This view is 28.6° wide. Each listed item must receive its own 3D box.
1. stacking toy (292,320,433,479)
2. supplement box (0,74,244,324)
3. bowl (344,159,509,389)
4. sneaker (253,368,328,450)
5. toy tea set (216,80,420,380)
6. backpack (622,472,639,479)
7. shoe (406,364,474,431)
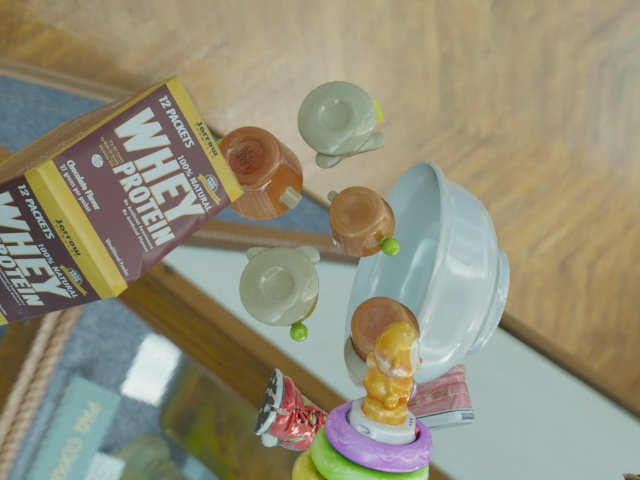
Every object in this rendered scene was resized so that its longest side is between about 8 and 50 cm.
[{"bbox_3d":[0.044,0.211,1.192,0.175,0.165,0.302,-61,167,-69],"label":"stacking toy"},{"bbox_3d":[-0.217,-0.036,1.163,0.191,0.194,0.129,-43,110,-42],"label":"supplement box"},{"bbox_3d":[0.146,0.058,1.569,0.134,0.298,0.298,16,109,-14],"label":"bowl"},{"bbox_3d":[-0.033,0.277,1.983,0.279,0.118,0.107,77,29,-74],"label":"sneaker"},{"bbox_3d":[0.000,0.000,1.377,0.200,0.336,0.124,-14,163,6],"label":"toy tea set"},{"bbox_3d":[0.445,0.384,1.664,0.182,0.152,0.115,-74,173,-73],"label":"backpack"},{"bbox_3d":[0.126,0.217,1.687,0.063,0.178,0.081,13,67,-48],"label":"shoe"}]
